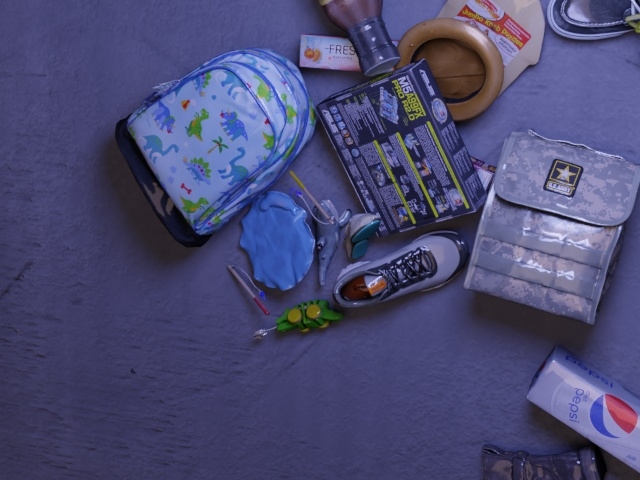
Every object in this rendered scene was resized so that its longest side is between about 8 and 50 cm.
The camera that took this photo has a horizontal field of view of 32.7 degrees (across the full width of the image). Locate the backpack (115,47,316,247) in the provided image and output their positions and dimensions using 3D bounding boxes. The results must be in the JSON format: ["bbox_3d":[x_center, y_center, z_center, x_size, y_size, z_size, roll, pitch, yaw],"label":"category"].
[{"bbox_3d":[-0.177,-0.191,1.958,0.355,0.273,0.290,-30,86,9],"label":"backpack"}]

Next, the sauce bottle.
[{"bbox_3d":[0.039,-0.447,1.852,0.111,0.111,0.345,-28,82,21],"label":"sauce bottle"}]

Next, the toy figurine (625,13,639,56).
[{"bbox_3d":[0.660,-0.273,1.620,0.362,0.191,0.217,-19,66,27],"label":"toy figurine"}]

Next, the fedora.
[{"bbox_3d":[0.224,-0.299,1.856,0.194,0.079,0.194,12,122,21],"label":"fedora"}]

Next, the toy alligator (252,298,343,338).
[{"bbox_3d":[-0.045,0.145,2.086,0.189,0.056,0.051,-13,57,21],"label":"toy alligator"}]

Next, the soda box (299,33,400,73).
[{"bbox_3d":[0.058,-0.331,1.929,0.183,0.063,0.058,8,104,15],"label":"soda box"}]

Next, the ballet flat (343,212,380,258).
[{"bbox_3d":[0.066,-0.018,1.963,0.057,0.168,0.052,-23,72,-19],"label":"ballet flat"}]

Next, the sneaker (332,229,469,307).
[{"bbox_3d":[0.144,0.064,1.975,0.271,0.108,0.100,-23,94,20],"label":"sneaker"}]

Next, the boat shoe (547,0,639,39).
[{"bbox_3d":[0.524,-0.401,1.736,0.335,0.119,0.121,-13,99,20],"label":"boat shoe"}]

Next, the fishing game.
[{"bbox_3d":[-0.078,0.000,2.043,0.189,0.041,0.264,47,123,25],"label":"fishing game"}]

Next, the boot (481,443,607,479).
[{"bbox_3d":[0.422,0.490,2.013,0.228,0.091,0.263,-12,95,25],"label":"boot"}]

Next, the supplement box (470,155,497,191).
[{"bbox_3d":[0.264,-0.121,1.920,0.083,0.055,0.043,26,109,9],"label":"supplement box"}]

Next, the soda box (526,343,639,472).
[{"bbox_3d":[0.511,0.308,1.925,0.286,0.098,0.091,34,110,8],"label":"soda box"}]

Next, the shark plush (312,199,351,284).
[{"bbox_3d":[0.000,0.000,2.024,0.073,0.067,0.161,20,108,11],"label":"shark plush"}]

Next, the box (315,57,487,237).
[{"bbox_3d":[0.140,-0.154,1.896,0.216,0.060,0.270,-17,106,39],"label":"box"}]

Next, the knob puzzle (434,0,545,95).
[{"bbox_3d":[0.298,-0.369,1.850,0.213,0.030,0.213,12,121,21],"label":"knob puzzle"}]

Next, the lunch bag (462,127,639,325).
[{"bbox_3d":[0.396,-0.030,1.845,0.235,0.169,0.287,17,100,16],"label":"lunch bag"}]
